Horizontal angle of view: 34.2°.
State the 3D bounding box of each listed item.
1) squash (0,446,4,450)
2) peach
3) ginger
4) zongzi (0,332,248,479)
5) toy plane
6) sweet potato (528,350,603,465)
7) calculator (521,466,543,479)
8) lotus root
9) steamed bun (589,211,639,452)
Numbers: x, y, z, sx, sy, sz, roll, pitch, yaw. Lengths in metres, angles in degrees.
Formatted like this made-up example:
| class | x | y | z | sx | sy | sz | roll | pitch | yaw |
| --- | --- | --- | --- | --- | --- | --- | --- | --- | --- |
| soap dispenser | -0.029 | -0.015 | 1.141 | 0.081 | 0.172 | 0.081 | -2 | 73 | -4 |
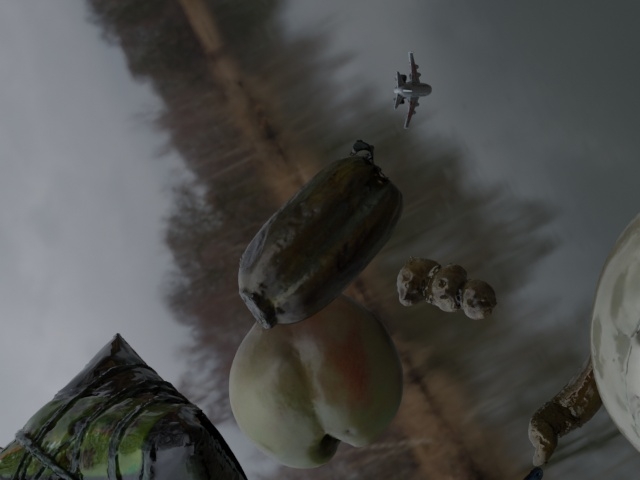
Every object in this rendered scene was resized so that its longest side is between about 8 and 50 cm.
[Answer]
| class | x | y | z | sx | sy | sz | roll | pitch | yaw |
| --- | --- | --- | --- | --- | --- | --- | --- | --- | --- |
| squash | -0.711 | 0.524 | 2.201 | 0.075 | 0.090 | 0.200 | 128 | 153 | -57 |
| peach | -0.010 | 0.218 | 1.695 | 0.247 | 0.292 | 0.292 | 16 | -141 | -54 |
| ginger | 0.229 | 0.090 | 1.877 | 0.204 | 0.104 | 0.080 | 13 | 149 | 37 |
| zongzi | -0.213 | 0.239 | 1.216 | 0.362 | 0.383 | 0.319 | -67 | -28 | -47 |
| toy plane | 0.193 | -0.321 | 2.222 | 0.171 | 0.065 | 0.162 | -23 | -62 | -68 |
| sweet potato | 0.520 | 0.333 | 2.142 | 0.098 | 0.310 | 0.124 | 33 | 172 | 32 |
| calculator | 0.308 | 0.422 | 1.629 | 0.019 | 0.141 | 0.094 | 20 | 147 | 57 |
| lotus root | 0.000 | 0.000 | 1.234 | 0.124 | 0.241 | 0.123 | 44 | 171 | 3 |
| steamed bun | 0.460 | 0.077 | 1.083 | 0.241 | 0.374 | 0.374 | -87 | -26 | -67 |
